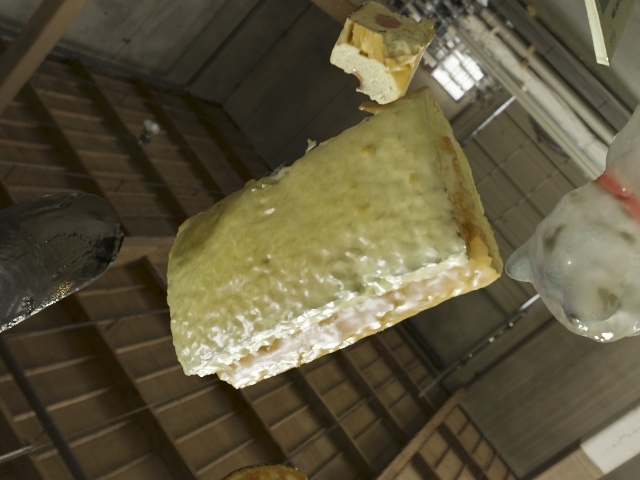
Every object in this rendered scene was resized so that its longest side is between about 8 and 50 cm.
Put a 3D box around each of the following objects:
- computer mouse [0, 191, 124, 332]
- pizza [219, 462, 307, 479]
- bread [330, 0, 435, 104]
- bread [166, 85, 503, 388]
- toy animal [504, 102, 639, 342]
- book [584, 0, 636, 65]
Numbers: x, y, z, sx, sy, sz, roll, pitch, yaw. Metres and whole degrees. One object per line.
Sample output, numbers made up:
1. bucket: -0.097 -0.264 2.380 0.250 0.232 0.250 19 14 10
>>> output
1. computer mouse: -0.325 0.023 0.726 0.122 0.217 0.073 63 -178 7
2. pizza: -0.114 0.610 1.479 0.323 0.089 0.223 13 -146 -53
3. bread: 0.138 -0.431 1.387 0.184 0.224 0.211 25 172 3
4. bread: 0.000 0.000 0.756 0.165 0.375 0.236 31 -139 -47
5. toy animal: 0.269 -0.008 0.453 0.308 0.188 0.266 -111 16 -63
6. book: 0.502 -0.465 1.122 0.025 0.214 0.283 21 174 35
